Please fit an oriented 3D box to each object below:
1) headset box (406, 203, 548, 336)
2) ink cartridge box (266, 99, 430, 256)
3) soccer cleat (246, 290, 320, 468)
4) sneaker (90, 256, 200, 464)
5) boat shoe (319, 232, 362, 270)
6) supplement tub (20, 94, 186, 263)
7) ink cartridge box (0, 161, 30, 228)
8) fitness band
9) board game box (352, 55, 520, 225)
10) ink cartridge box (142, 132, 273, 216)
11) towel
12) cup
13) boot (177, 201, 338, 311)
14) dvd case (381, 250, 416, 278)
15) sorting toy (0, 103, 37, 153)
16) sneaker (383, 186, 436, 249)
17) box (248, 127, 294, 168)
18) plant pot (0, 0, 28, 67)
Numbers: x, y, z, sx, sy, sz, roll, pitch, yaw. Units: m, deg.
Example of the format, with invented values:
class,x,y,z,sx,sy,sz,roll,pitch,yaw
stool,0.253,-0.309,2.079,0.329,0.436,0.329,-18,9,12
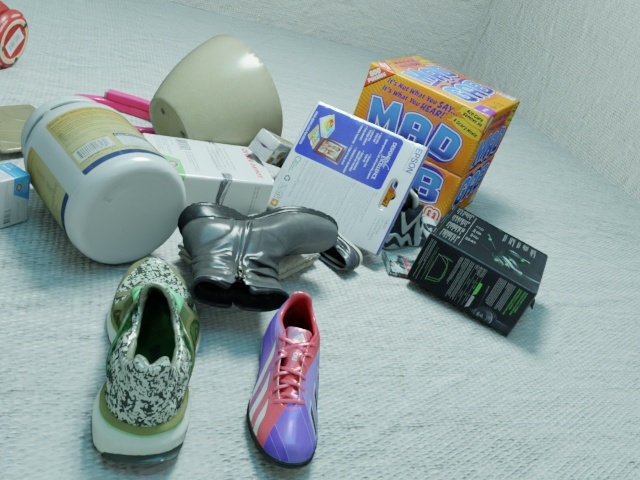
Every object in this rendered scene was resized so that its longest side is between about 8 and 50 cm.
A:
class,x,y,z,sx,sy,sz,roll,pitch,yaw
headset box,0.383,0.064,1.466,0.283,0.131,0.246,30,29,12
ink cartridge box,0.062,-0.148,1.515,0.307,0.303,0.072,26,-12,7
soccer cleat,-0.048,0.206,0.976,0.109,0.116,0.318,15,28,-9
sneaker,-0.240,0.121,0.935,0.158,0.182,0.410,9,29,-19
boat shoe,0.000,0.000,1.415,0.206,0.075,0.065,36,29,19
supplement tub,-0.428,-0.128,1.206,0.228,0.228,0.316,-9,40,-42
ink cartridge box,-0.617,-0.067,1.111,0.060,0.104,0.180,30,29,18
fitness band,-0.540,-0.341,1.696,0.291,0.054,0.209,15,29,-6
board game box,0.312,-0.300,1.840,0.357,0.356,0.356,30,30,18
ink cartridge box,-0.272,-0.144,1.451,0.273,0.114,0.198,4,32,-28
towel,-0.146,0.027,1.306,0.187,0.049,0.282,34,30,23
cup,-0.294,-0.331,1.604,0.331,0.331,0.237,36,51,27
boot,-0.094,0.043,1.171,0.338,0.118,0.222,-1,41,-25
dvd case,0.210,0.065,1.497,0.120,0.013,0.087,12,29,-13
sorting toy,-0.678,-0.236,1.446,0.307,0.041,0.229,33,27,23
sneaker,0.241,-0.069,1.603,0.235,0.153,0.094,-6,38,-39
box,-0.090,-0.224,1.630,0.067,0.063,0.324,42,10,13
plant pot,-0.938,-0.595,1.749,0.174,0.191,0.191,23,28,-1
